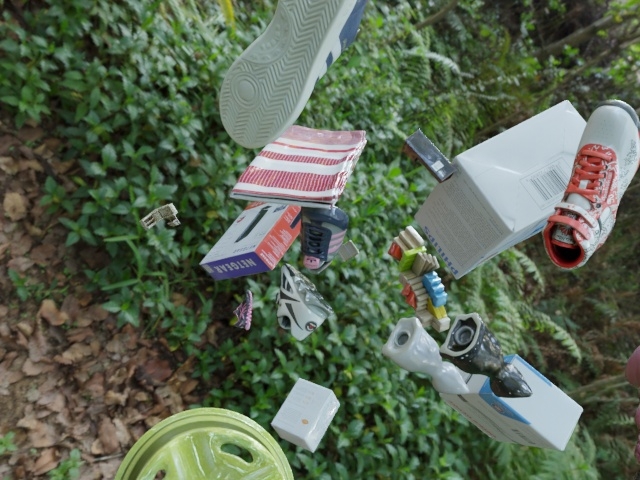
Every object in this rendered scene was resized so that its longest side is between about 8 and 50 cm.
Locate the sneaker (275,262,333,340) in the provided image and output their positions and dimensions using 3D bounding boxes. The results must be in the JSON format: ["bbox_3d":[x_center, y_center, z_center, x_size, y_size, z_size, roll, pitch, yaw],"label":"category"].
[{"bbox_3d":[-0.081,0.172,1.610,0.122,0.146,0.330,37,6,-22],"label":"sneaker"}]

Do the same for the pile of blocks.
[{"bbox_3d":[0.319,0.134,1.847,0.112,0.149,0.362,-16,75,-26],"label":"pile of blocks"}]

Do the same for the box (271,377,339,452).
[{"bbox_3d":[-0.044,0.531,1.703,0.170,0.130,0.091,-55,140,-30],"label":"box"}]

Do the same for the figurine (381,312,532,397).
[{"bbox_3d":[0.254,0.233,1.036,0.209,0.214,0.092,44,55,-29],"label":"figurine"}]

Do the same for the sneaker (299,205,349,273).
[{"bbox_3d":[0.000,0.000,1.317,0.319,0.112,0.131,68,41,-74],"label":"sneaker"}]

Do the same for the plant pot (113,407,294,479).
[{"bbox_3d":[-0.146,0.344,0.721,0.276,0.254,0.276,5,66,-11],"label":"plant pot"}]

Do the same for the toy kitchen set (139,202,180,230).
[{"bbox_3d":[-0.464,-0.055,1.636,0.068,0.083,0.075,61,41,-19],"label":"toy kitchen set"}]

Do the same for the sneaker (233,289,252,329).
[{"bbox_3d":[-0.234,0.208,1.678,0.047,0.057,0.119,100,-5,-79],"label":"sneaker"}]

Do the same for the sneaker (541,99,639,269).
[{"bbox_3d":[0.436,-0.078,0.904,0.145,0.090,0.270,-34,134,-34],"label":"sneaker"}]

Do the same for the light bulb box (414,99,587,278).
[{"bbox_3d":[0.484,-0.117,1.441,0.357,0.361,0.225,-27,75,-15],"label":"light bulb box"}]

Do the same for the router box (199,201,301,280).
[{"bbox_3d":[-0.188,-0.023,1.745,0.082,0.335,0.301,49,55,-21],"label":"router box"}]

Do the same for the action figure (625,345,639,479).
[{"bbox_3d":[0.342,0.141,0.371,0.248,0.370,0.276,62,8,35],"label":"action figure"}]

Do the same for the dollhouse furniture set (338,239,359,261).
[{"bbox_3d":[0.081,-0.002,2.062,0.152,0.076,0.058,55,26,-4],"label":"dollhouse furniture set"}]

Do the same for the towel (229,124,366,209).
[{"bbox_3d":[-0.041,-0.180,1.277,0.329,0.237,0.037,-65,156,-51],"label":"towel"}]

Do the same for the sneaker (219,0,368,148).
[{"bbox_3d":[-0.026,-0.282,0.836,0.131,0.350,0.148,45,38,2],"label":"sneaker"}]

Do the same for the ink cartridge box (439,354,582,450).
[{"bbox_3d":[0.493,0.429,1.489,0.223,0.307,0.129,38,70,-1],"label":"ink cartridge box"}]

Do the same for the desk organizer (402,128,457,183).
[{"bbox_3d":[0.249,-0.188,1.293,0.130,0.047,0.050,50,-12,13],"label":"desk organizer"}]
